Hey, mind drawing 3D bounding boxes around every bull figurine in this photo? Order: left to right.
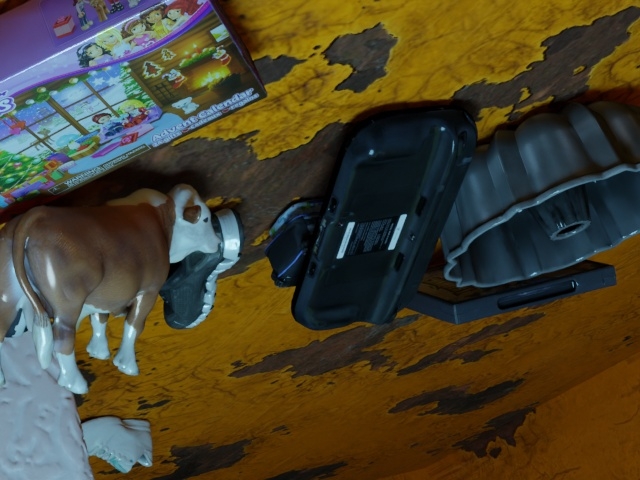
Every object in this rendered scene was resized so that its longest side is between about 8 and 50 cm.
[{"bbox_3d":[-0.206,0.036,1.085,0.101,0.188,0.310,12,-173,24],"label":"bull figurine"}]

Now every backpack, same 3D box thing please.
[{"bbox_3d":[0.000,0.000,1.378,0.114,0.084,0.105,-2,151,-31],"label":"backpack"}]

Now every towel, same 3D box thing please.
[{"bbox_3d":[-0.412,0.256,1.316,0.317,0.331,0.053,1,153,-42],"label":"towel"}]

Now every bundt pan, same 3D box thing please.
[{"bbox_3d":[0.288,-0.065,1.412,0.331,0.124,0.331,-17,161,-6],"label":"bundt pan"}]

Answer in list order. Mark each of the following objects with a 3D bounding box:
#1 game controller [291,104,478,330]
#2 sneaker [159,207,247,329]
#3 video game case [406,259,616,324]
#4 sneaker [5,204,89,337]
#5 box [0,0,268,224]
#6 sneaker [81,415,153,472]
[{"bbox_3d":[0.068,-0.018,1.298,0.167,0.067,0.319,-2,133,-23],"label":"game controller"},{"bbox_3d":[-0.171,0.038,1.346,0.106,0.078,0.234,-6,153,-26],"label":"sneaker"},{"bbox_3d":[0.245,0.060,1.649,0.248,0.035,0.275,-12,-172,-18],"label":"video game case"},{"bbox_3d":[-0.288,0.035,1.213,0.097,0.084,0.234,-9,158,-30],"label":"sneaker"},{"bbox_3d":[-0.205,-0.112,0.910,0.293,0.057,0.201,-25,160,4],"label":"box"},{"bbox_3d":[-0.363,0.362,1.991,0.080,0.094,0.212,-28,158,27],"label":"sneaker"}]
